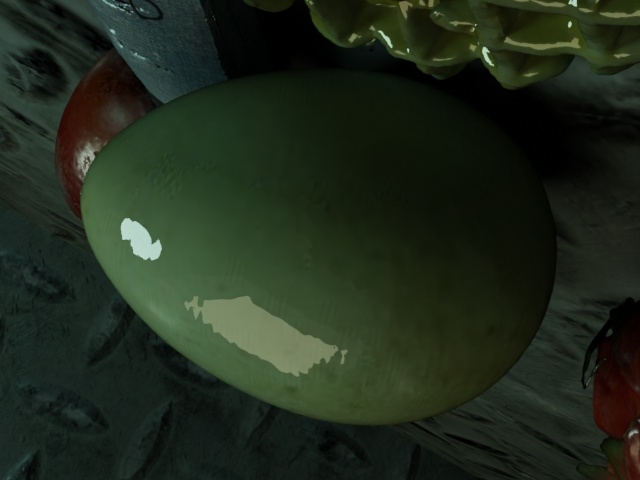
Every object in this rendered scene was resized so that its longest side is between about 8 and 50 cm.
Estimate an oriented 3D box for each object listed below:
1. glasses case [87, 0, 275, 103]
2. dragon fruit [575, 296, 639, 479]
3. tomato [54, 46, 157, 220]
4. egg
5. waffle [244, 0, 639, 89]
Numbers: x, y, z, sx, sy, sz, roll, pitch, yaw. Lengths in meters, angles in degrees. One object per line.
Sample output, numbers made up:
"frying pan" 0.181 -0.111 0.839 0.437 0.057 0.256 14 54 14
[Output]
"glasses case" -0.090 -0.142 0.605 0.109 0.067 0.282 27 166 13
"dragon fruit" 0.259 0.100 0.577 0.193 0.192 0.274 64 169 -18
"tomato" -0.174 -0.068 0.786 0.173 0.099 0.189 80 164 -45
"egg" 0.000 0.000 0.581 0.295 0.218 0.218 11 170 -12
"waffle" 0.022 -0.139 0.352 0.309 0.056 0.292 26 172 -24
